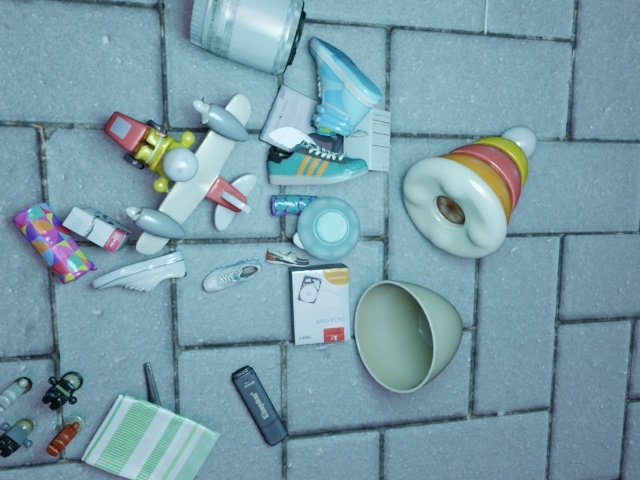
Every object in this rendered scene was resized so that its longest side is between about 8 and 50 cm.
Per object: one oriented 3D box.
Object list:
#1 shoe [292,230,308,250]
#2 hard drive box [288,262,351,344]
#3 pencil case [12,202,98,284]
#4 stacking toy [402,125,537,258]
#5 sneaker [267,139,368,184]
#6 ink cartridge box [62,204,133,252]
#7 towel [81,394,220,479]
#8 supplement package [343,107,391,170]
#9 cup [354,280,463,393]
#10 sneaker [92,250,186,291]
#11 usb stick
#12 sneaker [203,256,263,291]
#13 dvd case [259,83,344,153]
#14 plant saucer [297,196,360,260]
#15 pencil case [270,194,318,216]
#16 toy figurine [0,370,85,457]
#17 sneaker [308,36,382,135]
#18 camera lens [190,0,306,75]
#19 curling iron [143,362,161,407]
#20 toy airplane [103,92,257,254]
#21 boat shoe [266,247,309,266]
[{"bbox_3d":[0.000,0.000,1.382,0.178,0.081,0.063,2,92,-10],"label":"shoe"},{"bbox_3d":[-0.002,0.196,1.400,0.181,0.089,0.231,-4,98,-11],"label":"hard drive box"},{"bbox_3d":[-0.729,0.011,1.227,0.105,0.104,0.236,-33,104,-6],"label":"pencil case"},{"bbox_3d":[0.526,-0.201,1.397,0.480,0.351,0.350,-38,103,-23],"label":"stacking toy"},{"bbox_3d":[-0.015,-0.229,1.287,0.303,0.108,0.120,-1,109,15],"label":"sneaker"},{"bbox_3d":[-0.612,-0.034,1.236,0.151,0.109,0.063,33,90,-13],"label":"ink cartridge box"},{"bbox_3d":[-0.506,0.620,1.336,0.325,0.038,0.247,30,92,-10],"label":"towel"},{"bbox_3d":[0.140,-0.300,1.345,0.105,0.105,0.179,-6,99,-47],"label":"supplement package"},{"bbox_3d":[0.299,0.278,1.384,0.237,0.331,0.330,-2,98,-37],"label":"cup"},{"bbox_3d":[-0.514,0.107,1.281,0.259,0.094,0.091,-17,95,-10],"label":"sneaker"},{"bbox_3d":[-0.193,0.528,1.421,0.077,0.045,0.277,-27,101,-7],"label":"usb stick"},{"bbox_3d":[-0.263,0.104,1.339,0.191,0.083,0.071,-24,102,-7],"label":"sneaker"},{"bbox_3d":[-0.043,-0.341,1.360,0.239,0.029,0.179,22,92,-13],"label":"dvd case"},{"bbox_3d":[0.030,-0.038,1.326,0.195,0.037,0.194,1,86,-10],"label":"plant saucer"},{"bbox_3d":[-0.076,-0.104,1.362,0.152,0.064,0.070,1,83,-11],"label":"pencil case"},{"bbox_3d":[-0.782,0.481,1.249,0.210,0.148,0.212,-2,99,-6],"label":"toy figurine"},{"bbox_3d":[0.018,-0.432,1.294,0.127,0.318,0.208,2,136,-44],"label":"sneaker"},{"bbox_3d":[-0.190,-0.588,1.204,0.275,0.219,0.219,15,93,-13],"label":"camera lens"},{"bbox_3d":[-0.515,0.506,1.356,0.068,0.035,0.273,-4,97,-12],"label":"curling iron"},{"bbox_3d":[-0.346,-0.178,1.192,0.385,0.272,0.385,-12,98,-11],"label":"toy airplane"},{"bbox_3d":[-0.099,0.054,1.386,0.137,0.049,0.043,9,92,-8],"label":"boat shoe"}]
